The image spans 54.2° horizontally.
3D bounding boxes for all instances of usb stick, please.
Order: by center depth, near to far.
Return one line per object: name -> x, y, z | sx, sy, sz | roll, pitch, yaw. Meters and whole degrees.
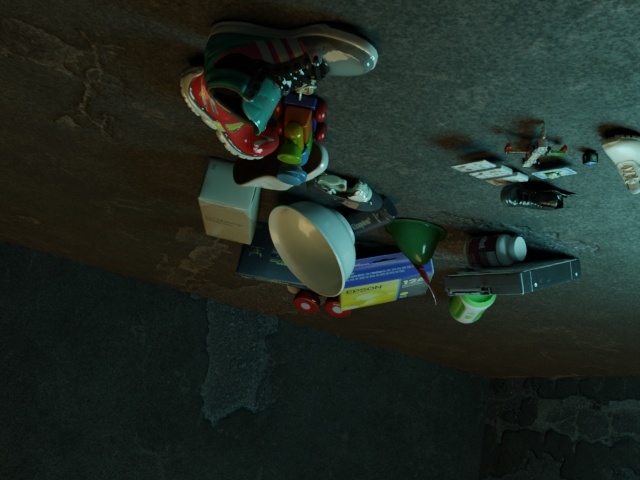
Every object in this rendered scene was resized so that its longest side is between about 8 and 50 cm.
usb stick -> 0.115, -0.057, 1.710 | 0.077, 0.045, 0.278 | 56, 151, -6

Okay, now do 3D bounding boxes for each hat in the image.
hat -> 0.265, 0.058, 1.762 | 0.208, 0.184, 0.173 | 14, 162, -4

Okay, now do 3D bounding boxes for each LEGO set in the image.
LEGO set -> 0.413, -0.165, 1.248 | 0.182, 0.060, 0.244 | 12, 168, -42

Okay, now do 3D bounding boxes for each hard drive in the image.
hard drive -> 0.524, 0.097, 1.701 | 0.338, 0.064, 0.236 | -7, 180, -43

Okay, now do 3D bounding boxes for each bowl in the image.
bowl -> 0.000, 0.000, 1.753 | 0.297, 0.134, 0.298 | 35, 147, 27

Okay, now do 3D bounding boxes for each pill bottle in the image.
pill bottle -> 0.472, 0.027, 1.693 | 0.152, 0.086, 0.086 | -7, 154, 45

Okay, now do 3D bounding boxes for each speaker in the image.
speaker -> 0.511, 0.196, 2.117 | 0.131, 0.131, 0.296 | 10, 162, 7

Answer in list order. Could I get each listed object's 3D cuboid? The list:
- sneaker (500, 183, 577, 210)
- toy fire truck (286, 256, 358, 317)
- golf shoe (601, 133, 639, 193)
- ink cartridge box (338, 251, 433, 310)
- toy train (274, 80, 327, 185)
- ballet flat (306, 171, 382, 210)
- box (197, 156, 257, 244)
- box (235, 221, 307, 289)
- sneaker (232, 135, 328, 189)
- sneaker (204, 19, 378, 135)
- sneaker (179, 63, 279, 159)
sneaker -> 0.474, -0.092, 1.356 | 0.170, 0.051, 0.089 | 6, 178, -39
toy fire truck -> 0.006, 0.129, 2.249 | 0.302, 0.169, 0.254 | 5, 137, 21
golf shoe -> 0.576, -0.131, 1.140 | 0.176, 0.086, 0.069 | 24, 161, -28
ink cartridge box -> 0.207, 0.131, 2.023 | 0.303, 0.072, 0.307 | -10, 159, -1
toy train -> -0.049, -0.214, 1.203 | 0.105, 0.144, 0.248 | 11, 163, 3
ballet flat -> 0.064, -0.124, 1.533 | 0.203, 0.074, 0.074 | 17, 162, -9
box -> -0.244, -0.101, 1.717 | 0.147, 0.121, 0.311 | 13, 163, -1
box -> -0.135, 0.045, 1.994 | 0.232, 0.184, 0.059 | 10, 163, 10
sneaker -> -0.070, -0.175, 1.447 | 0.290, 0.106, 0.123 | -1, 175, 45
sneaker -> -0.063, -0.258, 1.018 | 0.295, 0.179, 0.124 | 7, 162, 14
sneaker -> -0.156, -0.250, 1.238 | 0.118, 0.107, 0.279 | -5, 156, 31
